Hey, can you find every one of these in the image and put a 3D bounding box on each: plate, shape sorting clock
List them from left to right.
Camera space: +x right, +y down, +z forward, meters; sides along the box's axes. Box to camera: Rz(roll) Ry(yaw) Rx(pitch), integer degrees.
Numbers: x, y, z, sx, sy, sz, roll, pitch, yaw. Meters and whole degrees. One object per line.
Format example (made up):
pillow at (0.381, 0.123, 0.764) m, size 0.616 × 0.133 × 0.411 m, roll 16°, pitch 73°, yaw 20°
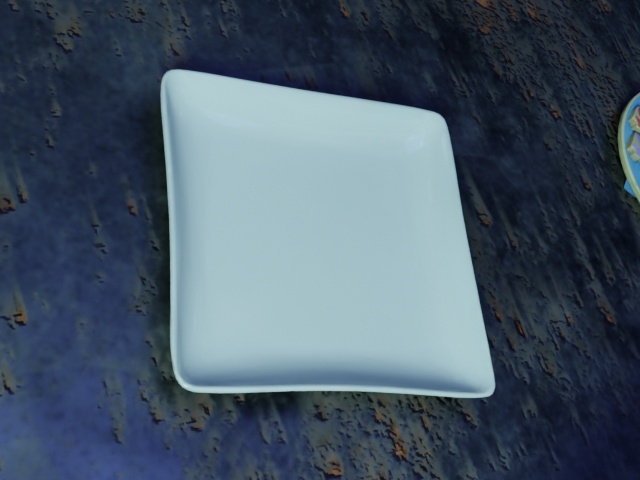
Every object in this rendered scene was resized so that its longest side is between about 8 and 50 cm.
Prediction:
plate at (0.000, 0.000, 0.803) m, size 0.277 × 0.045 × 0.277 m, roll 5°, pitch 64°, yaw -25°
shape sorting clock at (0.410, -0.078, 1.055) m, size 0.206 × 0.040 × 0.206 m, roll 12°, pitch 61°, yaw -21°
